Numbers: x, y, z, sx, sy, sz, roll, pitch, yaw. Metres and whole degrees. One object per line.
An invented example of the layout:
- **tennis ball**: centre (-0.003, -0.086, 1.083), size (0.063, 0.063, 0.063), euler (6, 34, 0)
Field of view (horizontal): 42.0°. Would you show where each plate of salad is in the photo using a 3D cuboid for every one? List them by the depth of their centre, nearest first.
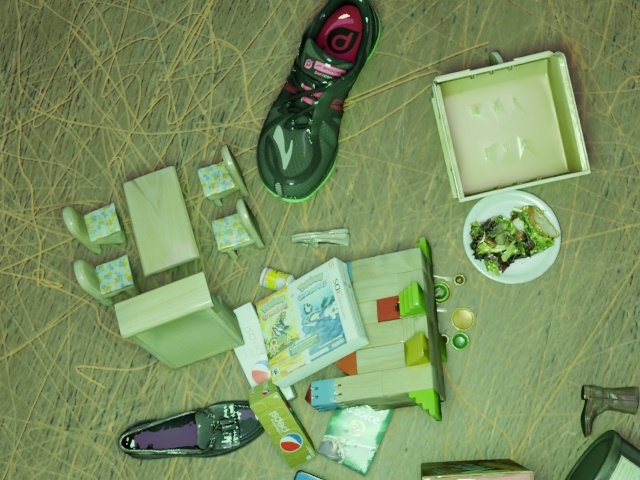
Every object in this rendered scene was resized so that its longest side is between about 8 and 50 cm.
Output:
- **plate of salad**: centre (0.395, -0.010, 1.721), size (0.200, 0.048, 0.199), euler (-1, 80, 5)

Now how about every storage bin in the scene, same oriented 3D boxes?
- **storage bin**: centre (0.378, -0.233, 1.700), size (0.262, 0.123, 0.260), euler (-13, 92, 4)

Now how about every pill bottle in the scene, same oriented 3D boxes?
- **pill bottle**: centre (-0.083, 0.087, 1.751), size (0.083, 0.043, 0.043), euler (17, 82, 8)

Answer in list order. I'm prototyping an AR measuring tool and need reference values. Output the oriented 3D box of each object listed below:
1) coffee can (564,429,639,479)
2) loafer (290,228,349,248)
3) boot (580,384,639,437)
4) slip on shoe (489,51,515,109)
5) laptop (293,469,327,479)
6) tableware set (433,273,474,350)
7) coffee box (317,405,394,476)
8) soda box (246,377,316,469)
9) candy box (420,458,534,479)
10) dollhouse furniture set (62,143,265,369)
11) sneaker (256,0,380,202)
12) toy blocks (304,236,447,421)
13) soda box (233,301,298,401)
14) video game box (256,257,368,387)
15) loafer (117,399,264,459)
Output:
- **coffee can**: centre (0.596, 0.511, 1.528), size (0.275, 0.201, 0.201), euler (35, 85, 10)
- **loafer**: centre (0.000, 0.000, 1.761), size (0.125, 0.045, 0.039), euler (-7, 86, 1)
- **boot**: centre (0.575, 0.339, 1.648), size (0.114, 0.037, 0.106), euler (4, 82, 1)
- **slip on shoe**: centre (0.378, -0.337, 1.784), size (0.041, 0.051, 0.135), euler (-15, 86, 0)
- **laptop**: centre (0.045, 0.707, 1.526), size (0.382, 0.408, 0.236), euler (20, 124, 9)
- **tableware set**: centre (0.267, 0.145, 1.717), size (0.104, 0.024, 0.154), euler (9, 80, 7)
- **coffee box**: centre (0.079, 0.366, 1.685), size (0.113, 0.040, 0.184), euler (24, 82, 10)
- **soda box**: centre (-0.076, 0.360, 1.643), size (0.061, 0.058, 0.181), euler (-28, 115, 0)
- **candy box**: centre (0.275, 0.450, 1.511), size (0.183, 0.316, 0.087), euler (-5, 79, 5)
- **dollhouse furniture set**: centre (-0.306, 0.020, 1.638), size (0.362, 0.256, 0.394), euler (-20, 65, 1)
- **sneaker**: centre (-0.016, -0.314, 1.738), size (0.185, 0.202, 0.482), euler (17, 81, 9)
- **toy blocks**: centre (0.096, 0.184, 1.647), size (0.261, 0.191, 0.381), euler (-12, 60, 19)
- **soda box**: centre (-0.126, 0.240, 1.714), size (0.074, 0.069, 0.216), euler (-26, 79, 0)
- **video game box**: centre (-0.021, 0.159, 1.622), size (0.205, 0.048, 0.187), euler (-31, 50, 20)
- **loafer**: centre (-0.259, 0.391, 1.684), size (0.303, 0.095, 0.109), euler (-11, 79, 3)
